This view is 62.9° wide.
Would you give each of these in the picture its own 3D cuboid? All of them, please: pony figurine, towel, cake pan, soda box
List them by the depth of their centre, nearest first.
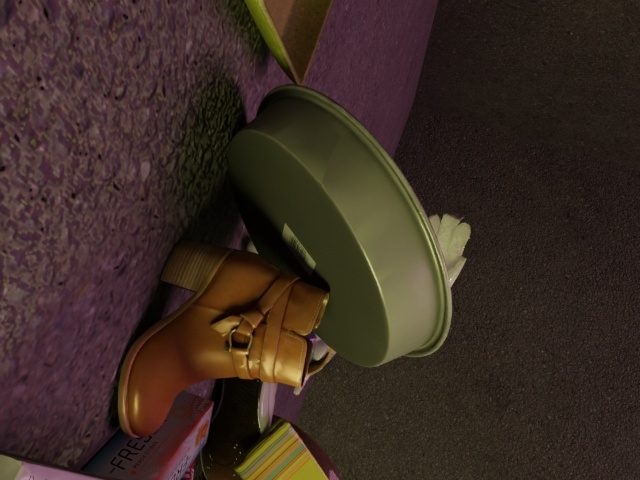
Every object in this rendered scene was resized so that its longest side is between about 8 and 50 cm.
[{"bbox_3d":[-0.169,0.215,0.494,0.183,0.063,0.058,-47,153,-69],"label":"soda box"},{"bbox_3d":[0.000,0.000,0.506,0.054,0.293,0.293,-31,154,-22],"label":"cake pan"},{"bbox_3d":[-0.042,0.388,0.824,0.102,0.021,0.237,-38,120,-19],"label":"towel"},{"bbox_3d":[0.085,0.075,0.908,0.363,0.302,0.351,-1,114,-61],"label":"pony figurine"}]

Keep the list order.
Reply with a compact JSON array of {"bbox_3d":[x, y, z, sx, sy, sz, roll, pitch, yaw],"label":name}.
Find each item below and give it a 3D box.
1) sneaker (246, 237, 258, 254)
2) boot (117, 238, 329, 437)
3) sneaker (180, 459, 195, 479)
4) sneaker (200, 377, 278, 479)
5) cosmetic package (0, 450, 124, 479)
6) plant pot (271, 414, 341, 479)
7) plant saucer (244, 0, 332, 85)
[{"bbox_3d":[-0.081,0.045,0.736,0.152,0.053,0.061,94,20,-64],"label":"sneaker"},{"bbox_3d":[-0.087,0.107,0.473,0.073,0.152,0.197,13,96,-81],"label":"boot"},{"bbox_3d":[-0.176,0.328,0.693,0.118,0.067,0.042,-54,162,-64],"label":"sneaker"},{"bbox_3d":[-0.110,0.263,0.846,0.123,0.106,0.290,-36,143,-72],"label":"sneaker"},{"bbox_3d":[-0.145,0.210,0.345,0.239,0.060,0.099,57,40,-53],"label":"cosmetic package"},{"bbox_3d":[-0.122,0.481,0.926,0.229,0.263,0.263,-35,148,-45],"label":"plant pot"},{"bbox_3d":[-0.021,-0.258,0.463,0.188,0.045,0.188,29,80,-82],"label":"plant saucer"}]
